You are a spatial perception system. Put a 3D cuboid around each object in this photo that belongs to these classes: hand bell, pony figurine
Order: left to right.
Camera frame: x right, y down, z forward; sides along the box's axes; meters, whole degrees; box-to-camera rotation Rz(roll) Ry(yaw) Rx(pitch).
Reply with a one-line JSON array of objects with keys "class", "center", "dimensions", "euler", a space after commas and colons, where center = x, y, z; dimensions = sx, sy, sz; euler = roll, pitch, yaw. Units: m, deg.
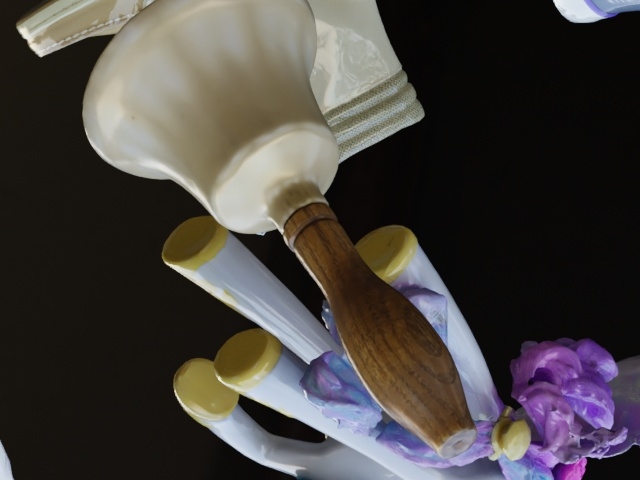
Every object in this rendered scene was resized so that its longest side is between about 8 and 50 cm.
[{"class": "hand bell", "center": [0.000, 0.000, 0.819], "dimensions": [0.126, 0.126, 0.242], "euler": [-38, -124, 4]}, {"class": "pony figurine", "center": [0.093, 0.139, 1.137], "dimensions": [0.351, 0.363, 0.303], "euler": [3, -126, 50]}]

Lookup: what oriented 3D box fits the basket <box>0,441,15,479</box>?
[{"class": "basket", "center": [-0.336, 0.238, 1.053], "dimensions": [0.328, 0.331, 0.266], "euler": [-30, -141, -22]}]

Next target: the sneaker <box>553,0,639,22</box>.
[{"class": "sneaker", "center": [0.323, -0.302, 1.458], "dimensions": [0.236, 0.130, 0.323], "euler": [-13, -146, 36]}]

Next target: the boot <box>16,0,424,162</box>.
[{"class": "boot", "center": [-0.071, -0.129, 1.346], "dimensions": [0.262, 0.203, 0.095], "euler": [-21, -163, -1]}]

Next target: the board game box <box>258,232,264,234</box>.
[{"class": "board game box", "center": [-0.029, -0.112, 1.624], "dimensions": [0.026, 0.126, 0.186], "euler": [12, -129, 41]}]
